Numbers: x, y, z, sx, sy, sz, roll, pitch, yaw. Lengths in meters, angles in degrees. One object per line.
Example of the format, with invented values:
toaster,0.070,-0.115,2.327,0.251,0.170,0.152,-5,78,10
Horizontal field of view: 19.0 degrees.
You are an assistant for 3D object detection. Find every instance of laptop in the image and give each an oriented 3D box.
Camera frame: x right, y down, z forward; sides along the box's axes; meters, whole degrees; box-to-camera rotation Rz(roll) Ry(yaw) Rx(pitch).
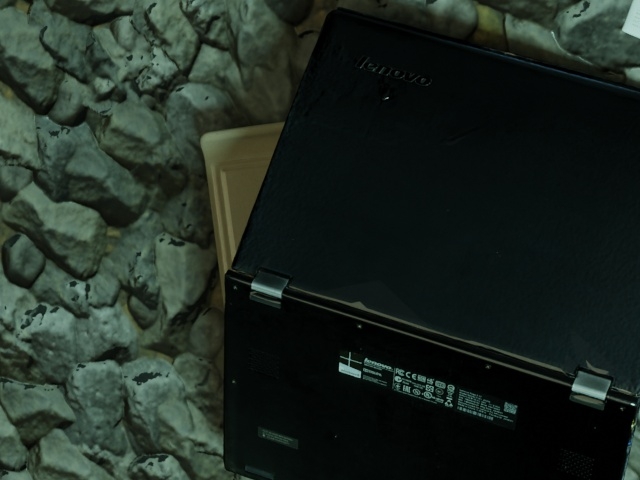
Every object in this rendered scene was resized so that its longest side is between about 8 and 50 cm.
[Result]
laptop,0.130,0.059,1.755,0.382,0.236,0.408,17,133,16

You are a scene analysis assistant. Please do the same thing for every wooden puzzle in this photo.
wooden puzzle,0.000,0.000,1.836,0.221,0.044,0.239,-5,99,27

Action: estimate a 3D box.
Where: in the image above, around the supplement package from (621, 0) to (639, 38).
supplement package,0.341,-0.241,1.588,0.105,0.105,0.179,25,108,23
